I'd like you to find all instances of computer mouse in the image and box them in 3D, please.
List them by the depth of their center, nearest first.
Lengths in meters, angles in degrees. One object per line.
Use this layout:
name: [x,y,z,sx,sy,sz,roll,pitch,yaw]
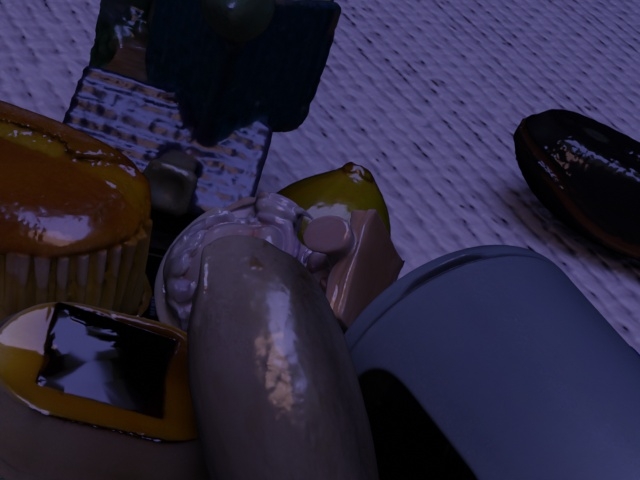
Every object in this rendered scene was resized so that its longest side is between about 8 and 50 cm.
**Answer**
computer mouse: [0.371,-0.047,1.614,0.323,0.116,0.183,28,28,3]

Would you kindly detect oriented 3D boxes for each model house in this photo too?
model house: [-0.131,-0.155,1.339,0.245,0.312,0.280,20,28,-2]

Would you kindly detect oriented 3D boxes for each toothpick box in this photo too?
toothpick box: [0.187,0.187,1.002,0.263,0.263,0.354,-2,37,-30]

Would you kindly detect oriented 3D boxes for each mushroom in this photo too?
mushroom: [-0.014,0.159,0.966,0.128,0.128,0.350,-5,62,-34]

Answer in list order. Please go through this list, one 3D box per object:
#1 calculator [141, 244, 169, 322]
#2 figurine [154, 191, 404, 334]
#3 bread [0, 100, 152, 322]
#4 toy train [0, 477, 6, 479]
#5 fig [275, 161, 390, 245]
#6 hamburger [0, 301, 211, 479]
calculator: [-0.062,0.070,1.279,0.274,0.028,0.165,11,31,-11]
figurine: [-0.049,0.034,1.149,0.237,0.141,0.162,5,64,35]
bread: [-0.278,-0.029,1.179,0.288,0.156,0.204,21,33,14]
toy train: [-0.144,0.254,0.807,0.327,0.159,0.129,19,32,-5]
fig: [0.000,0.001,1.291,0.136,0.120,0.153,22,51,2]
hamburger: [-0.172,0.127,1.052,0.210,0.116,0.173,13,42,-18]
